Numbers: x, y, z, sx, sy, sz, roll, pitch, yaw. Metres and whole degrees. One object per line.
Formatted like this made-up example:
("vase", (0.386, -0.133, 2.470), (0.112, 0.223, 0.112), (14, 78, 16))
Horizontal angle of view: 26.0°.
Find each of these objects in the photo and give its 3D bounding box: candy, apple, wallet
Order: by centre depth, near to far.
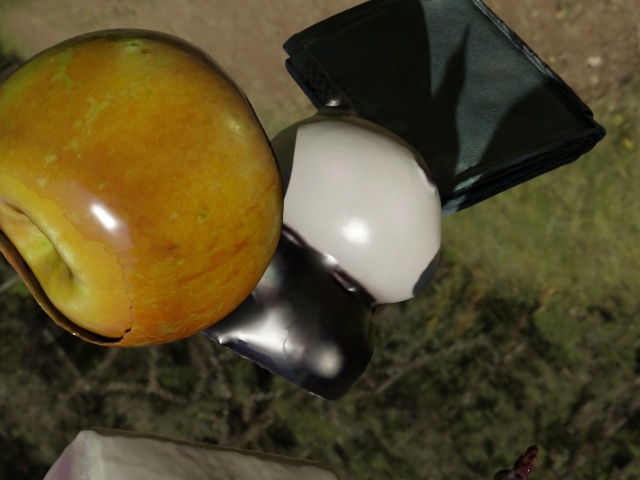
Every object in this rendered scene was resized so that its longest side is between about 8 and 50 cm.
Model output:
("apple", (-0.148, -0.037, 1.022), (0.237, 0.208, 0.237), (49, 155, 33))
("candy", (-0.148, 0.333, 1.501), (0.359, 0.208, 0.145), (17, -147, -39))
("wallet", (0.129, -0.160, 1.538), (0.342, 0.237, 0.075), (54, 165, 43))

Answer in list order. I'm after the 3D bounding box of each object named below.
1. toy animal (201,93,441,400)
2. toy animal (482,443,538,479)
("toy animal", (0.001, 0.005, 1.187), (0.187, 0.235, 0.165), (31, 174, 24))
("toy animal", (0.086, 0.212, 0.826), (0.070, 0.202, 0.105), (25, -179, -30))
